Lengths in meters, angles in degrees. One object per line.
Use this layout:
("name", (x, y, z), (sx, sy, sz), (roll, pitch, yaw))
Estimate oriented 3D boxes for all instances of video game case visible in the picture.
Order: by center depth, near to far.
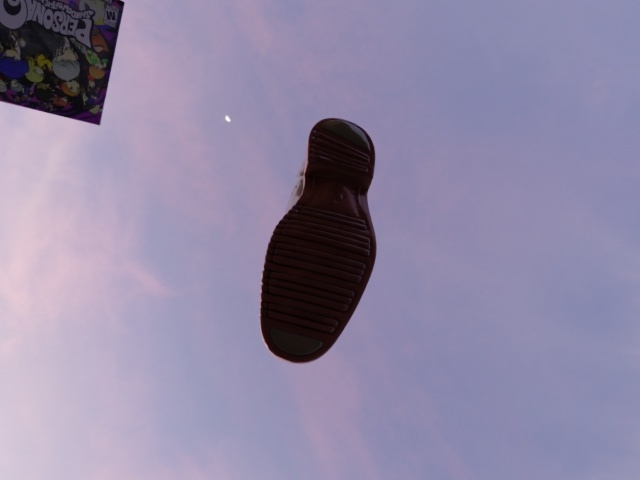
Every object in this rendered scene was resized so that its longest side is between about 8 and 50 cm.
("video game case", (-0.446, -0.310, 0.633), (0.042, 0.232, 0.210), (36, -69, 44))

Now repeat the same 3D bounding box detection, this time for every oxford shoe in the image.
("oxford shoe", (0.000, 0.000, 0.616), (0.141, 0.146, 0.396), (20, -124, -5))
